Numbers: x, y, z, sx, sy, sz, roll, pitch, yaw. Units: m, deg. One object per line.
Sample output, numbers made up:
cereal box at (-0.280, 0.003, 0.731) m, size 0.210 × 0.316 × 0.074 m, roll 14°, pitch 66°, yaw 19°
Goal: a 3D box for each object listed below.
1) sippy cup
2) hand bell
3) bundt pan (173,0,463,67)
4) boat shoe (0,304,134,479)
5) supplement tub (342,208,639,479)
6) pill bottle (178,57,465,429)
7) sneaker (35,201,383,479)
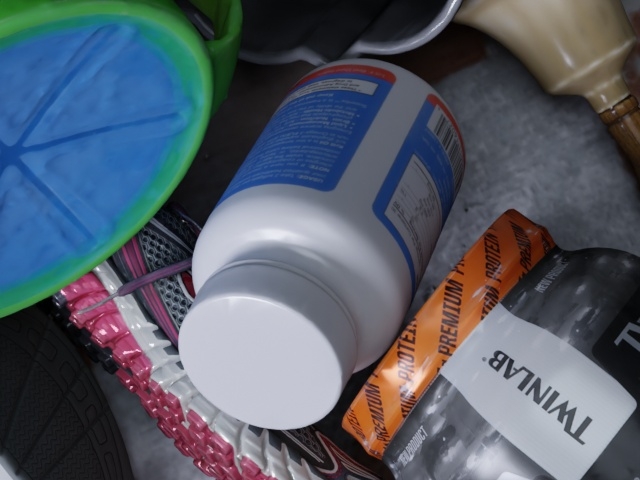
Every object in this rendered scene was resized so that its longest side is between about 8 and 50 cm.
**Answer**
sippy cup at (-0.211, -0.108, 0.829) m, size 0.240 × 0.305 × 0.224 m, roll -49°, pitch 62°, yaw 20°
hand bell at (0.193, -0.074, 0.976) m, size 0.126 × 0.126 × 0.242 m, roll -31°, pitch 91°, yaw -6°
bundt pan at (0.002, -0.276, 0.934) m, size 0.330 × 0.124 × 0.331 m, roll 12°, pitch 117°, yaw 24°
boat shoe at (-0.237, 0.077, 0.916) m, size 0.103 × 0.118 × 0.320 m, roll -34°, pitch 107°, yaw 30°
supplement tub at (0.191, 0.146, 0.860) m, size 0.338 × 0.207 × 0.207 m, roll 38°, pitch 81°, yaw 8°
pill bottle at (0.000, 0.000, 0.871) m, size 0.124 × 0.124 × 0.221 m, roll 22°, pitch 40°, yaw 6°
sneaker at (-0.068, 0.058, 0.930) m, size 0.112 × 0.121 × 0.299 m, roll -43°, pitch 83°, yaw -17°
